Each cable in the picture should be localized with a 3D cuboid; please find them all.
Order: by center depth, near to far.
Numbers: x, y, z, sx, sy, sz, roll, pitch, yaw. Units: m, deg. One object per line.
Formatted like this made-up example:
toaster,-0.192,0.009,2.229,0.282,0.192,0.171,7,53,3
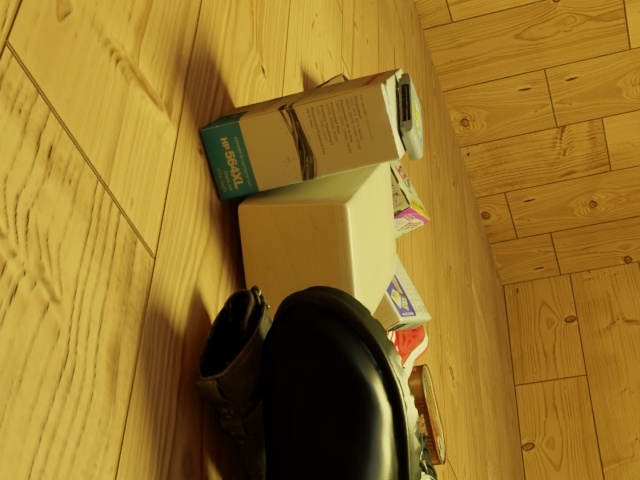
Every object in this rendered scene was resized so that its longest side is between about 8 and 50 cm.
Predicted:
cable,0.175,0.419,1.751,0.150,0.047,0.184,-67,141,-73

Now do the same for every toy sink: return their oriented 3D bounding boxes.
toy sink,0.000,0.000,1.190,0.234,0.131,0.152,-52,139,-67

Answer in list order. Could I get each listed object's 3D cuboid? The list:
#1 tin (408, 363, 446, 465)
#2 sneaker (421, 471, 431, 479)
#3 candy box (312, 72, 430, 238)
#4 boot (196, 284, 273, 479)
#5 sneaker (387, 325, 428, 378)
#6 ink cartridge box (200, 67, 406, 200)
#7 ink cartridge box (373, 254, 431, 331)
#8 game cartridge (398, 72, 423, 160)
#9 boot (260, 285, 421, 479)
tin,0.195,0.320,1.897,0.106,0.040,0.189,-33,111,-70
sneaker,0.103,0.335,1.429,0.212,0.094,0.080,53,31,-58
candy box,0.075,-0.125,1.583,0.233,0.071,0.159,65,12,12
boot,-0.040,0.146,1.040,0.263,0.091,0.228,-67,144,-61
sneaker,0.114,0.130,1.637,0.221,0.087,0.128,-66,144,-67
ink cartridge box,-0.007,-0.118,1.131,0.148,0.203,0.085,-53,130,-70
ink cartridge box,0.080,0.035,1.528,0.208,0.045,0.206,63,15,11
game cartridge,0.096,-0.129,1.098,0.056,0.017,0.083,67,19,-54
boot,-0.026,0.222,0.834,0.260,0.131,0.347,-11,88,-54
